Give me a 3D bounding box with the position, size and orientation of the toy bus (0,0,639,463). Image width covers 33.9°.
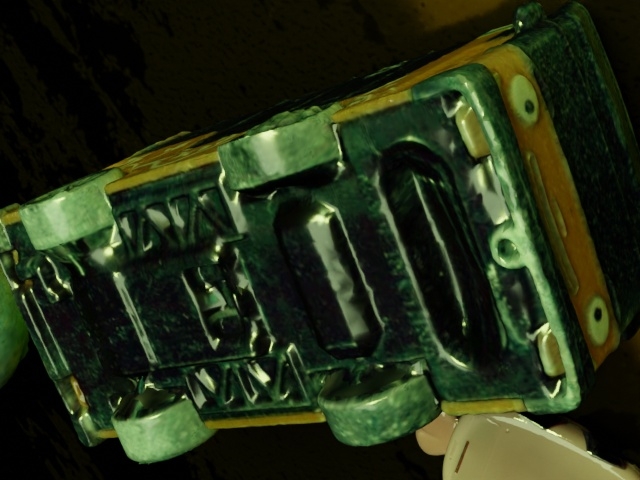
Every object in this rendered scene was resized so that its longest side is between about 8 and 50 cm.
[{"bbox_3d":[0.000,0.000,0.554,0.323,0.194,0.162,-12,104,39],"label":"toy bus"}]

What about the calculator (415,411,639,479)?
[{"bbox_3d":[0.130,0.148,0.645,0.165,0.024,0.103,26,123,19],"label":"calculator"}]

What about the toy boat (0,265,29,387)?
[{"bbox_3d":[-0.385,0.018,0.851,0.330,0.123,0.215,41,126,11],"label":"toy boat"}]
